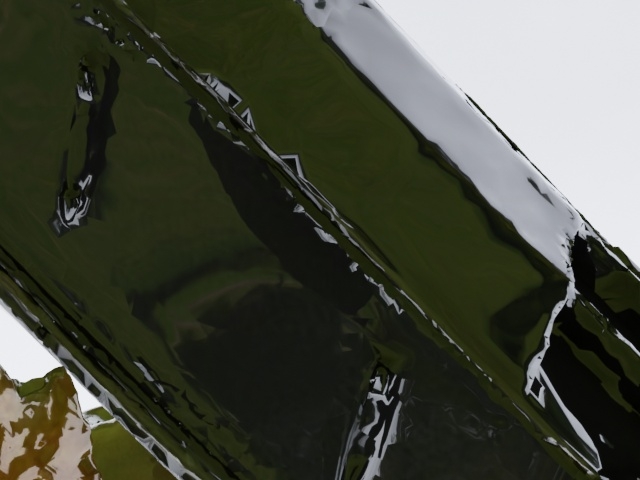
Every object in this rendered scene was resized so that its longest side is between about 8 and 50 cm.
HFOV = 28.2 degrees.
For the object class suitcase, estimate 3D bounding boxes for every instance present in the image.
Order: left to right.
[{"bbox_3d":[0.000,0.000,0.614,0.194,0.434,0.283,-40,-172,24],"label":"suitcase"}]

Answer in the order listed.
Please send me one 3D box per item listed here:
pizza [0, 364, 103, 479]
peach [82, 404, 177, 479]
[{"bbox_3d":[-0.130,0.078,0.279,0.056,0.271,0.134,23,-87,49],"label":"pizza"},{"bbox_3d":[-0.107,0.218,0.891,0.232,0.233,0.233,-7,-132,7],"label":"peach"}]
